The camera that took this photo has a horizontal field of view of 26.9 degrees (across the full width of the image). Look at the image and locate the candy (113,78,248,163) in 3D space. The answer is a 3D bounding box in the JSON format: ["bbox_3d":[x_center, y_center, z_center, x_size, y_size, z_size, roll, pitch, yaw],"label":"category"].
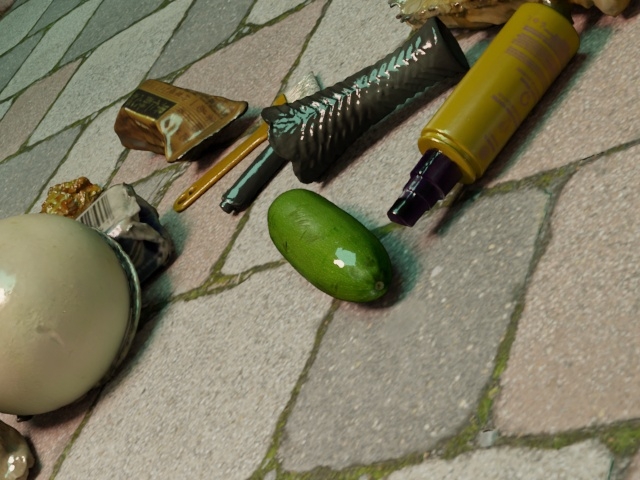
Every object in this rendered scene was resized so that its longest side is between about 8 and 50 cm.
[{"bbox_3d":[-0.215,-0.174,1.998,0.143,0.101,0.271,-45,30,-16],"label":"candy"}]

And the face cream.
[{"bbox_3d":[0.159,-0.121,1.363,0.273,0.078,0.078,-52,26,-15],"label":"face cream"}]

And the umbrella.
[{"bbox_3d":[-0.080,-0.086,1.728,0.133,0.031,0.036,-48,23,-6],"label":"umbrella"}]

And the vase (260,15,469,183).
[{"bbox_3d":[0.056,-0.171,1.577,0.237,0.115,0.115,-32,27,20],"label":"vase"}]

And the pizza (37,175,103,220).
[{"bbox_3d":[-0.419,-0.060,2.183,0.134,0.046,0.175,-42,25,6],"label":"pizza"}]

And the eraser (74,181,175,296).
[{"bbox_3d":[-0.345,0.072,1.806,0.332,0.101,0.155,-43,26,5],"label":"eraser"}]

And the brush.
[{"bbox_3d":[-0.104,-0.130,1.854,0.272,0.013,0.103,-40,25,10],"label":"brush"}]

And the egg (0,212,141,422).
[{"bbox_3d":[-0.380,0.069,1.641,0.286,0.174,0.264,30,82,34],"label":"egg"}]

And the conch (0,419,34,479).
[{"bbox_3d":[-0.482,0.284,1.614,0.263,0.186,0.324,-25,26,-10],"label":"conch"}]

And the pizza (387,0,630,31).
[{"bbox_3d":[0.293,-0.353,1.523,0.435,0.080,0.392,-42,25,8],"label":"pizza"}]

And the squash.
[{"bbox_3d":[-0.001,-0.001,1.416,0.082,0.082,0.292,-45,25,-2],"label":"squash"}]
